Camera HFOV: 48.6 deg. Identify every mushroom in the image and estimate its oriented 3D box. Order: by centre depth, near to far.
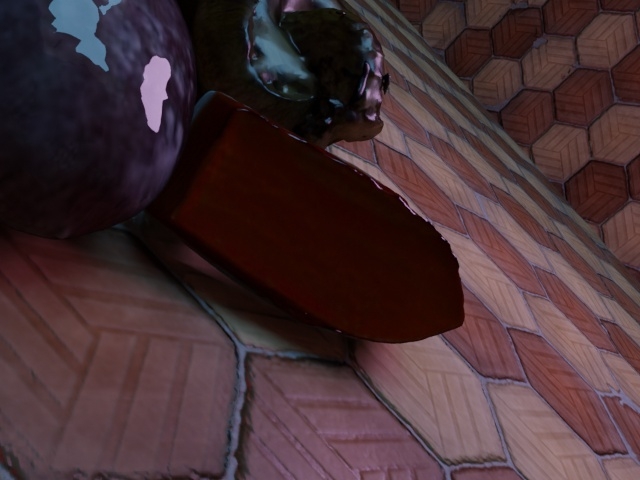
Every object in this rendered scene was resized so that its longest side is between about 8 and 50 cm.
[{"bbox_3d":[-0.034,-0.211,0.863,0.263,0.195,0.283,10,32,-41],"label":"mushroom"}]

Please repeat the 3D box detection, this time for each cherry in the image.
[{"bbox_3d":[-0.183,-0.118,0.467,0.213,0.183,0.266,4,60,-46],"label":"cherry"}]

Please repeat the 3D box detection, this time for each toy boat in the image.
[{"bbox_3d":[0.000,0.000,0.647,0.331,0.145,0.133,32,-3,-29],"label":"toy boat"}]
